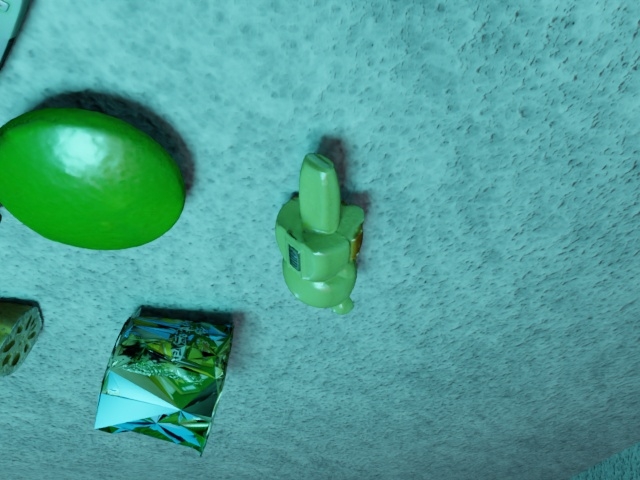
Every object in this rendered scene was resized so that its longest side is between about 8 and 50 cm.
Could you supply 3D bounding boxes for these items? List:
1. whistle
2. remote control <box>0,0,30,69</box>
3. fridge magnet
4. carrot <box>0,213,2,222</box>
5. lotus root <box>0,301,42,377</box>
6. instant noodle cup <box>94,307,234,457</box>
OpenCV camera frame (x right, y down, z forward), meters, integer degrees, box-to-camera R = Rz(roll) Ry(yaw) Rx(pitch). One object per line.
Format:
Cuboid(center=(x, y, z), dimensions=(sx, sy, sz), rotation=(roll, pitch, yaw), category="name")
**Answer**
Cuboid(center=(0.000, 0.000, 0.622), dimensions=(0.106, 0.131, 0.288), rotation=(-36, 149, -28), category="whistle")
Cuboid(center=(-0.336, -0.192, 0.408), dimensions=(0.256, 0.045, 0.097), rotation=(-32, 131, 30), category="remote control")
Cuboid(center=(-0.264, -0.066, 0.528), dimensions=(0.208, 0.088, 0.208), rotation=(-4, 140, -3), category="fridge magnet")
Cuboid(center=(-0.467, -0.081, 0.461), dimensions=(0.114, 0.114, 0.301), rotation=(-11, 142, 5), category="carrot")
Cuboid(center=(-0.518, 0.160, 0.732), dimensions=(0.081, 0.112, 0.122), rotation=(15, 136, -13), category="lotus root")
Cuboid(center=(-0.264, 0.236, 0.787), dimensions=(0.178, 0.240, 0.240), rotation=(14, 135, -12), category="instant noodle cup")
